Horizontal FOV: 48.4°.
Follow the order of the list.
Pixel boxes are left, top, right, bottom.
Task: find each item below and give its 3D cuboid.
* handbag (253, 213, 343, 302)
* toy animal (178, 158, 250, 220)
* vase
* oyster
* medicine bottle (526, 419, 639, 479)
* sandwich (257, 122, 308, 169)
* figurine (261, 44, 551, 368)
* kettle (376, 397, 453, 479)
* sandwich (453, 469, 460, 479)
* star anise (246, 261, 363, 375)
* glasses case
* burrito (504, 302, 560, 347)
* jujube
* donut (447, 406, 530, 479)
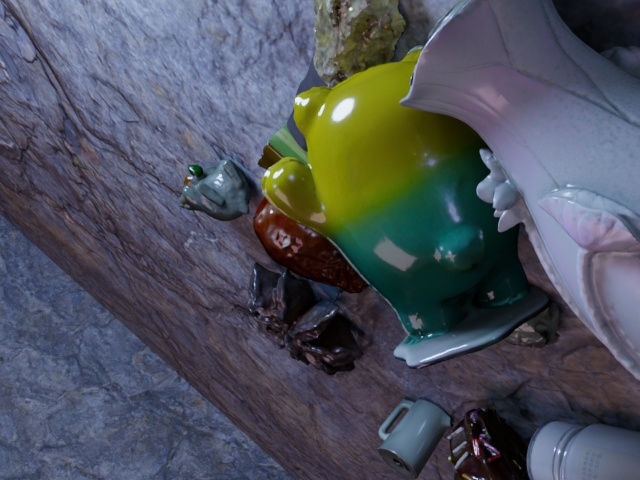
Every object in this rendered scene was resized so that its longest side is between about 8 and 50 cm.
[{"bbox_3d":[-0.036,0.023,1.384,0.221,0.057,0.144,40,160,6],"label":"handbag"},{"bbox_3d":[-0.228,-0.090,1.425,0.138,0.108,0.236,51,153,-14],"label":"toy animal"},{"bbox_3d":[0.278,-0.053,0.649,0.445,0.250,0.250,46,154,6],"label":"vase"},{"bbox_3d":[0.030,-0.260,0.862,0.133,0.072,0.209,35,150,12],"label":"oyster"},{"bbox_3d":[0.451,0.353,1.072,0.258,0.143,0.143,-1,129,55],"label":"medicine bottle"},{"bbox_3d":[-0.033,-0.122,1.145,0.116,0.074,0.074,42,152,2],"label":"sandwich"},{"bbox_3d":[0.115,-0.047,0.833,0.231,0.323,0.340,-163,48,-85],"label":"figurine"},{"bbox_3d":[0.196,0.417,1.517,0.098,0.148,0.127,46,152,-7],"label":"kettle"},{"bbox_3d":[0.338,0.476,1.471,0.094,0.096,0.258,23,150,26],"label":"sandwich"},{"bbox_3d":[-0.046,0.182,1.555,0.331,0.117,0.332,33,157,16],"label":"star anise"},{"bbox_3d":[-0.002,-0.200,1.030,0.072,0.042,0.190,49,154,8],"label":"glasses case"},{"bbox_3d":[0.216,0.070,1.079,0.309,0.066,0.096,30,145,25],"label":"burrito"},{"bbox_3d":[0.000,0.000,1.184,0.236,0.168,0.168,43,156,-21],"label":"jujube"},{"bbox_3d":[0.324,0.417,1.249,0.270,0.103,0.270,45,-166,-15],"label":"donut"}]
